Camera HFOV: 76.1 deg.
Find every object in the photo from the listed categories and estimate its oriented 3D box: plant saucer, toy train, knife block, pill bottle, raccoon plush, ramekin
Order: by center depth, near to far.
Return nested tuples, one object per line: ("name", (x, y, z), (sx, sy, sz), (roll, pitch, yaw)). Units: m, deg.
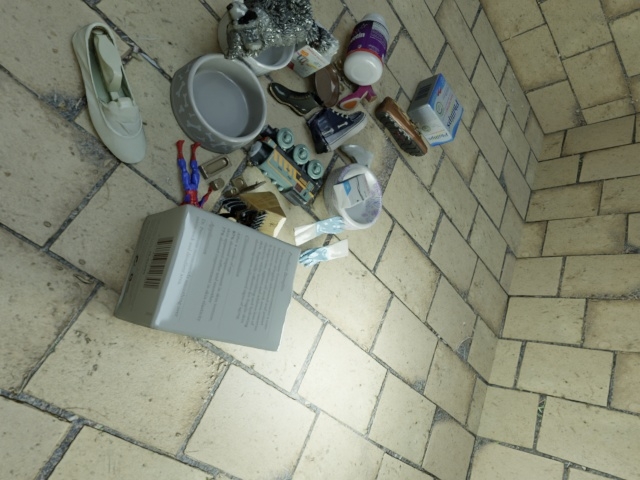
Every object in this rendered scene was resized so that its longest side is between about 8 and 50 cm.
("raccoon plush", (-0.116, -0.676, 1.391), (0.446, 0.216, 0.299), (20, 81, -31))
("knife block", (-0.249, -0.110, 1.393), (0.242, 0.275, 0.088), (20, 113, -30))
("ramekin", (-0.244, -0.753, 1.523), (0.277, 0.135, 0.277), (5, 82, -41))
("toy train", (-0.129, -0.287, 1.591), (0.334, 0.142, 0.190), (42, 69, -31))
("plant saucer", (0.021, -0.685, 1.799), (0.199, 0.036, 0.198), (-6, 97, -57))
("pill bottle", (0.222, -0.905, 1.921), (0.181, 0.181, 0.323), (31, 61, -36))

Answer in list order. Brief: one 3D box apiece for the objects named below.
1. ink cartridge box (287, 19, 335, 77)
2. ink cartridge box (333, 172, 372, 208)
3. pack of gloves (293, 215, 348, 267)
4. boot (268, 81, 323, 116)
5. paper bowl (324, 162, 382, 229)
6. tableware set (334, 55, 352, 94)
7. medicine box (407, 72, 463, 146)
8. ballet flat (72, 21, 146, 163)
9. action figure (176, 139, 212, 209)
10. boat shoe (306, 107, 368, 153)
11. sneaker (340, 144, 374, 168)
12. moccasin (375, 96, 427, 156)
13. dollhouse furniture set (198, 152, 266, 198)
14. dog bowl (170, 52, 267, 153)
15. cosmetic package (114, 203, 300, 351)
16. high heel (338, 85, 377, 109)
("ink cartridge box", (-0.046, -0.780, 1.676), (0.128, 0.176, 0.127), (26, 69, -37))
("ink cartridge box", (0.144, -0.209, 1.678), (0.180, 0.060, 0.104), (-30, 105, -39))
("pack of gloves", (0.000, 0.000, 1.693), (0.232, 0.046, 0.195), (-16, 120, -20))
("boot", (-0.095, -0.588, 1.641), (0.198, 0.137, 0.076), (23, 71, -38))
("paper bowl", (0.129, -0.187, 1.799), (0.284, 0.148, 0.284), (4, 84, -42))
("tableware set", (0.091, -0.768, 1.906), (0.168, 0.020, 0.141), (51, 56, -27))
("medicine box", (0.661, -0.740, 2.334), (0.289, 0.149, 0.263), (40, 61, -31))
("ballet flat", (-0.597, -0.424, 1.175), (0.139, 0.139, 0.400), (-23, 102, -41))
("action figure", (-0.407, -0.188, 1.327), (0.091, 0.139, 0.280), (-2, 90, -41))
("boat shoe", (0.079, -0.527, 1.797), (0.340, 0.127, 0.158), (-47, 124, -34))
("sneaker", (0.174, -0.387, 1.915), (0.212, 0.080, 0.094), (10, 91, -42))
("moccasin", (0.437, -0.587, 2.138), (0.380, 0.139, 0.147), (38, 70, -23))
("dollhouse furniture set", (-0.306, -0.228, 1.424), (0.144, 0.123, 0.151), (-39, 112, -37))
("dog bowl", (-0.339, -0.486, 1.435), (0.349, 0.102, 0.348), (5, 82, -41))
("cosmetic package", (-0.330, 0.125, 1.233), (0.394, 0.327, 0.329), (24, 71, -38))
("high heel", (0.158, -0.697, 1.940), (0.244, 0.082, 0.117), (-28, 76, -28))
